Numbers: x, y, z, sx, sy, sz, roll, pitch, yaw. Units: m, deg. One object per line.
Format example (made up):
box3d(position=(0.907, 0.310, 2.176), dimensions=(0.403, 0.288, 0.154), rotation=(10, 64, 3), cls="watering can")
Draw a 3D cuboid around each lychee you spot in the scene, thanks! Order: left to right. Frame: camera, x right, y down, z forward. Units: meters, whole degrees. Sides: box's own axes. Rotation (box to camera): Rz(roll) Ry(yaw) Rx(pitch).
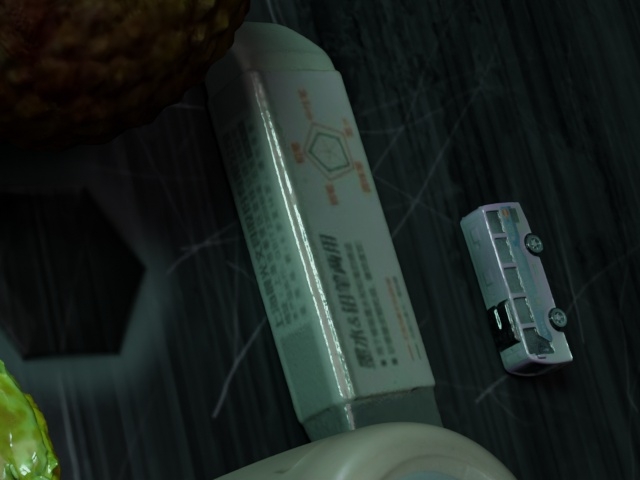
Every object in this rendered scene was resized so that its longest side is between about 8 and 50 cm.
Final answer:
box3d(position=(-0.153, -0.179, 0.903), dimensions=(0.260, 0.260, 0.260), rotation=(17, 59, -31), cls="lychee")

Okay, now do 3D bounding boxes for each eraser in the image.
box3d(position=(0.000, 0.000, 1.054), dimensions=(0.089, 0.061, 0.352), rotation=(-3, 71, -40), cls="eraser")

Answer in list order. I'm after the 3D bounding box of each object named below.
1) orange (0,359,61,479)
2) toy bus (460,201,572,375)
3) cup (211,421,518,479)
box3d(position=(-0.252, 0.110, 0.741), dimensions=(0.237, 0.158, 0.179), rotation=(25, 59, -25), cls="orange")
box3d(position=(0.145, 0.036, 1.164), dimensions=(0.052, 0.037, 0.130), rotation=(-3, 70, -36), cls="toy bus")
box3d(position=(-0.011, 0.211, 0.850), dimensions=(0.253, 0.200, 0.191), rotation=(-15, 79, -40), cls="cup")
